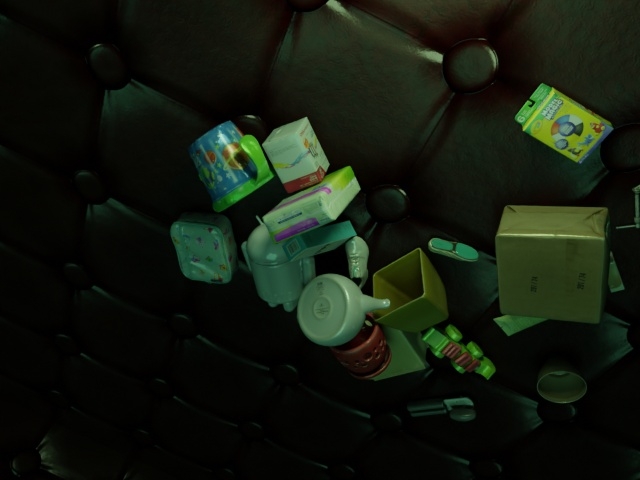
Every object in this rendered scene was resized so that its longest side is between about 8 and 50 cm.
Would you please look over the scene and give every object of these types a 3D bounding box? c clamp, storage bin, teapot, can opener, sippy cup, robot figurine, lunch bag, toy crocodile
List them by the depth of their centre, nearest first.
[{"bbox_3d":[0.938,-0.104,1.547,0.137,0.022,0.161,-4,122,17],"label":"c clamp"},{"bbox_3d":[-0.291,-0.243,1.688,0.305,0.240,0.224,-29,101,21],"label":"sippy cup"},{"bbox_3d":[0.056,0.237,1.784,0.256,0.187,0.253,37,102,37],"label":"teapot"},{"bbox_3d":[-0.144,0.078,1.869,0.299,0.200,0.354,8,127,27],"label":"robot figurine"},{"bbox_3d":[0.499,0.406,1.939,0.340,0.105,0.115,36,107,-27],"label":"toy crocodile"},{"bbox_3d":[-0.429,0.033,1.976,0.223,0.108,0.280,5,125,12],"label":"lunch bag"},{"bbox_3d":[0.234,0.382,2.025,0.260,0.123,0.262,-22,116,28],"label":"storage bin"},{"bbox_3d":[0.491,0.688,2.190,0.280,0.093,0.074,-12,121,28],"label":"can opener"}]

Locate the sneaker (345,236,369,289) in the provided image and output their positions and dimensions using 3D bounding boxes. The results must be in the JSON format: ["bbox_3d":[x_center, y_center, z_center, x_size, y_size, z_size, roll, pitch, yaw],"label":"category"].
[{"bbox_3d":[0.127,0.087,1.865,0.080,0.094,0.212,-1,123,18],"label":"sneaker"}]

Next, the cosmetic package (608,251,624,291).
[{"bbox_3d":[0.910,0.099,1.674,0.041,0.060,0.115,-20,115,27],"label":"cosmetic package"}]

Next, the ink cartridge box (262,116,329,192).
[{"bbox_3d":[-0.074,-0.265,1.655,0.127,0.128,0.176,-16,118,25],"label":"ink cartridge box"}]

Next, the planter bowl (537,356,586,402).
[{"bbox_3d":[0.862,0.490,1.929,0.161,0.109,0.162,7,125,11],"label":"planter bowl"}]

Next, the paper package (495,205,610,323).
[{"bbox_3d":[0.700,0.072,1.618,0.309,0.168,0.325,3,125,28],"label":"paper package"}]

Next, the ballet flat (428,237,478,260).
[{"bbox_3d":[0.440,0.033,1.776,0.168,0.057,0.052,20,155,6],"label":"ballet flat"}]

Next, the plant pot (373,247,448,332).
[{"bbox_3d":[0.321,0.193,1.828,0.187,0.212,0.212,36,127,-28],"label":"plant pot"}]

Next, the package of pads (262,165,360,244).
[{"bbox_3d":[-0.025,-0.109,1.645,0.229,0.296,0.101,-21,104,29],"label":"package of pads"}]

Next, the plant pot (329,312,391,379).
[{"bbox_3d":[0.140,0.371,1.851,0.191,0.191,0.174,-13,122,23],"label":"plant pot"}]

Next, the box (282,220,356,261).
[{"bbox_3d":[0.000,0.000,1.747,0.100,0.244,0.060,-37,75,42],"label":"box"}]

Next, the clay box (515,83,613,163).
[{"bbox_3d":[0.659,-0.318,1.459,0.221,0.053,0.128,28,126,-5],"label":"clay box"}]

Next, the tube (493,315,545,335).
[{"bbox_3d":[0.725,0.259,1.845,0.240,0.062,0.070,-35,66,37],"label":"tube"}]
